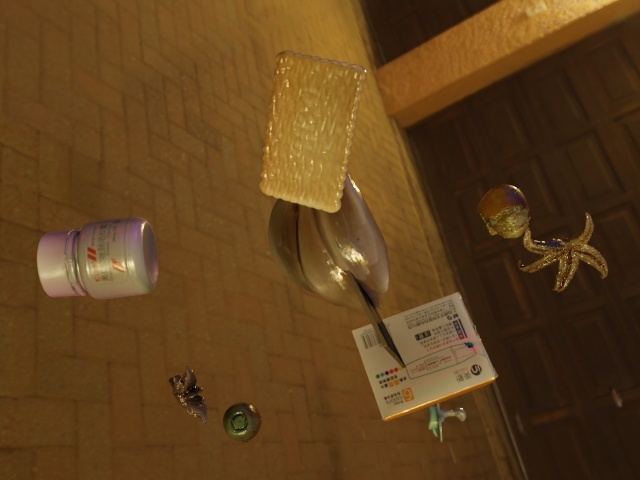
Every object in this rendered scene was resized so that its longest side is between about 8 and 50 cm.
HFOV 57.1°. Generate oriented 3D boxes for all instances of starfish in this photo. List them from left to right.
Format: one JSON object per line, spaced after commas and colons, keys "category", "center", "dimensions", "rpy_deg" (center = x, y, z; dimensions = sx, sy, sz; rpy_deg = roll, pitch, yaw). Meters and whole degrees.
{"category": "starfish", "center": [0.519, 0.021, 1.230], "dimensions": [0.238, 0.213, 0.057], "rpy_deg": [105, -5, -46]}

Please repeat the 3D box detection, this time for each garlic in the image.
{"category": "garlic", "center": [0.001, 0.000, 1.143], "dimensions": [0.132, 0.279, 0.325], "rpy_deg": [-21, 101, -29]}

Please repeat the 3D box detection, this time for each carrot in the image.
{"category": "carrot", "center": [-0.160, 0.384, 1.262], "dimensions": [0.298, 0.078, 0.078], "rpy_deg": [106, -34, -75]}

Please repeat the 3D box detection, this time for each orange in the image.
{"category": "orange", "center": [0.506, -0.076, 1.621], "dimensions": [0.156, 0.134, 0.156], "rpy_deg": [46, 35, -46]}

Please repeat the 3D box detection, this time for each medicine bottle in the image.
{"category": "medicine bottle", "center": [-0.663, 0.059, 1.779], "dimensions": [0.241, 0.302, 0.241], "rpy_deg": [174, -90, -87]}

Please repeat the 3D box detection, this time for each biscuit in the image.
{"category": "biscuit", "center": [-0.017, -0.179, 0.987], "dimensions": [0.030, 0.160, 0.249], "rpy_deg": [-38, 141, -63]}

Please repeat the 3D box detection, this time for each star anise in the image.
{"category": "star anise", "center": [-0.285, 0.348, 1.298], "dimensions": [0.056, 0.124, 0.129], "rpy_deg": [-27, 82, -42]}

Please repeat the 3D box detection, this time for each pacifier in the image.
{"category": "pacifier", "center": [0.379, 0.531, 1.772], "dimensions": [0.126, 0.117, 0.150], "rpy_deg": [80, 8, -46]}

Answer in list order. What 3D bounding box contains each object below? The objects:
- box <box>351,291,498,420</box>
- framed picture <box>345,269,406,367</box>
{"category": "box", "center": [0.232, 0.264, 1.340], "dimensions": [0.091, 0.274, 0.220], "rpy_deg": [63, 8, -69]}
{"category": "framed picture", "center": [0.096, 0.137, 0.986], "dimensions": [0.136, 0.010, 0.201], "rpy_deg": [63, 5, 26]}
